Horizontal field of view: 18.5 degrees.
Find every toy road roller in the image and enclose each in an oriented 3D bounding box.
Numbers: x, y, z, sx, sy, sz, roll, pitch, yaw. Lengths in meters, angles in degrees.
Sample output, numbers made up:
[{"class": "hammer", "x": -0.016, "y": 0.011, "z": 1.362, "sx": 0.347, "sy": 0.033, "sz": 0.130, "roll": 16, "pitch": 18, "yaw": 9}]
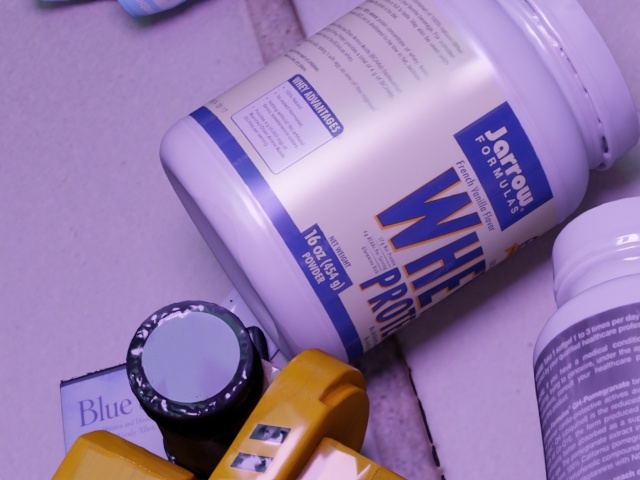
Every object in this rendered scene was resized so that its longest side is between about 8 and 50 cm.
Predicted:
[{"class": "toy road roller", "x": -0.066, "y": 0.226, "z": 1.410, "sx": 0.240, "sy": 0.202, "sz": 0.329, "roll": 26, "pitch": 70, "yaw": 19}]

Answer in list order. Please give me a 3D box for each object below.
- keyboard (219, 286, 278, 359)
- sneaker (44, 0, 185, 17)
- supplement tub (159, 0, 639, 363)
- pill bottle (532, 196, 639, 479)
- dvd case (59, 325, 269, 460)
[{"class": "keyboard", "x": 0.000, "y": 0.000, "z": 1.678, "sx": 0.072, "sy": 0.014, "sz": 0.256, "roll": 30, "pitch": 72, "yaw": 28}, {"class": "sneaker", "x": -0.121, "y": -0.270, "z": 1.845, "sx": 0.366, "sy": 0.135, "sz": 0.150, "roll": 1, "pitch": 65, "yaw": 31}, {"class": "supplement tub", "x": 0.062, "y": -0.069, "z": 1.554, "sx": 0.325, "sy": 0.235, "sz": 0.235, "roll": -33, "pitch": 52, "yaw": -6}, {"class": "pill bottle", "x": 0.243, "y": 0.133, "z": 1.389, "sx": 0.176, "sy": 0.176, "sz": 0.318, "roll": -12, "pitch": 54, "yaw": 13}, {"class": "dvd case", "x": -0.114, "y": 0.200, "z": 1.571, "sx": 0.180, "sy": 0.022, "sz": 0.253, "roll": -17, "pitch": 55, "yaw": 10}]
